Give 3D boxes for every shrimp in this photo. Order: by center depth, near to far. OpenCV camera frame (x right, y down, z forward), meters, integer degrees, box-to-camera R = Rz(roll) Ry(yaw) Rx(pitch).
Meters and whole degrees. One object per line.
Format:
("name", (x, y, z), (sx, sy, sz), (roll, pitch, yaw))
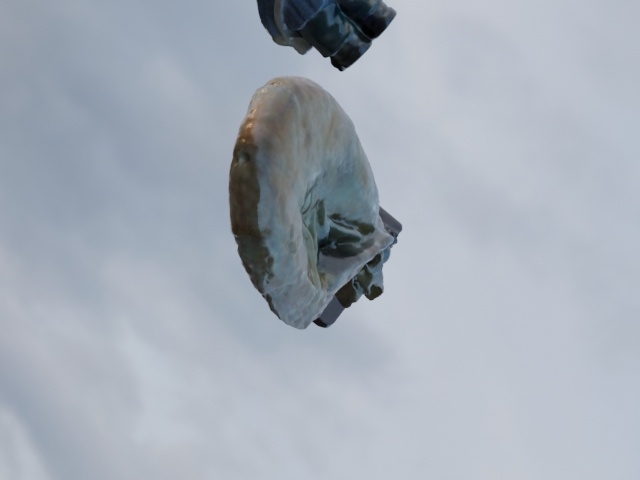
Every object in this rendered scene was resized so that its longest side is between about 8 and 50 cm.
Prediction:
("shrimp", (-0.004, -0.002, 1.305), (0.077, 0.168, 0.317), (7, -24, 21))

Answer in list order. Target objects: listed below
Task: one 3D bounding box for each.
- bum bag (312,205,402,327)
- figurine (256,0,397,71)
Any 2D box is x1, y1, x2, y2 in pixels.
("bum bag", (0.000, 0.000, 1.531), (0.109, 0.159, 0.026), (43, -45, -4))
("figurine", (-0.028, -0.161, 1.031), (0.149, 0.086, 0.087), (43, 4, -5))
